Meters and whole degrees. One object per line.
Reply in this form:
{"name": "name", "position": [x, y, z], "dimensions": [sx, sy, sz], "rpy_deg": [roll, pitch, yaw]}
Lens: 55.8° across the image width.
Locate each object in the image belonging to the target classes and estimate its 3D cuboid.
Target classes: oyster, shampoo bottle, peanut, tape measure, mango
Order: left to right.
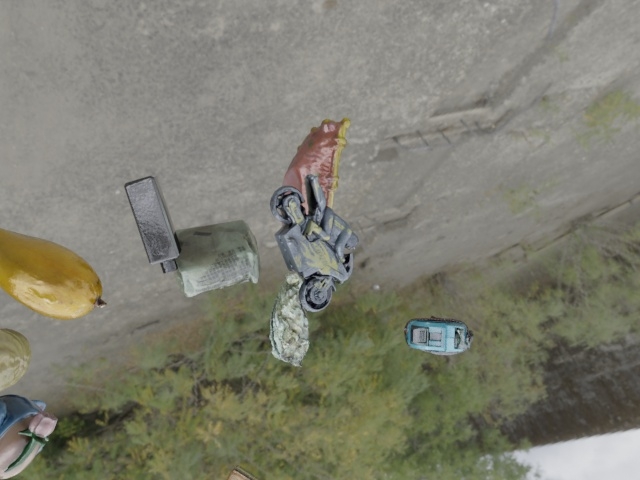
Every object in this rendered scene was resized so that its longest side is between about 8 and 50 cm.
{"name": "peanut", "position": [-0.576, 0.203, 0.922], "dimensions": [0.274, 0.125, 0.111], "rpy_deg": [-7, 115, -49]}
{"name": "mango", "position": [-0.564, 0.058, 1.202], "dimensions": [0.119, 0.316, 0.176], "rpy_deg": [-65, 170, 15]}
{"name": "shampoo bottle", "position": [-0.414, -0.038, 1.517], "dimensions": [0.079, 0.246, 0.080], "rpy_deg": [-16, -169, -4]}
{"name": "oyster", "position": [-0.082, 0.244, 1.780], "dimensions": [0.112, 0.199, 0.268], "rpy_deg": [1, 134, 11]}
{"name": "tape measure", "position": [0.254, 0.203, 1.295], "dimensions": [0.145, 0.081, 0.125], "rpy_deg": [2, 178, 16]}

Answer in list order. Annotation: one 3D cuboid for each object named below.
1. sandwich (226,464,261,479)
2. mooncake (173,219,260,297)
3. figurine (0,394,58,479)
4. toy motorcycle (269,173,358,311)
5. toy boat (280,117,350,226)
{"name": "sandwich", "position": [-0.202, 0.649, 1.464], "dimensions": [0.163, 0.113, 0.079], "rpy_deg": [-59, 174, -12]}
{"name": "mooncake", "position": [-0.294, 0.052, 1.704], "dimensions": [0.254, 0.250, 0.136], "rpy_deg": [-11, 121, -12]}
{"name": "figurine", "position": [-0.405, 0.238, 0.746], "dimensions": [0.144, 0.114, 0.178], "rpy_deg": [10, 152, 32]}
{"name": "toy motorcycle", "position": [0.000, 0.000, 0.883], "dimensions": [0.124, 0.194, 0.061], "rpy_deg": [-23, -167, -29]}
{"name": "toy boat", "position": [-0.013, -0.076, 1.053], "dimensions": [0.099, 0.141, 0.318], "rpy_deg": [-21, 143, -25]}
